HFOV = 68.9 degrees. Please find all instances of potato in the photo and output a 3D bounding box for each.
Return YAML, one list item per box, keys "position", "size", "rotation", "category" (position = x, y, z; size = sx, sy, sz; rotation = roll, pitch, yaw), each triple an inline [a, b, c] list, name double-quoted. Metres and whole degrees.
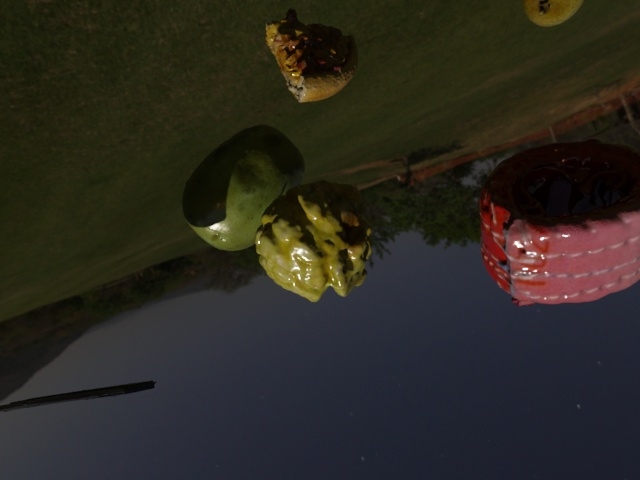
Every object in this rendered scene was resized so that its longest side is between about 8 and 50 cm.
- position: [-0.164, -0.117, 1.020]
  size: [0.216, 0.216, 0.304]
  rotation: [-18, -142, 53]
  category: "potato"

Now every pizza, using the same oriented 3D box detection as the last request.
- position: [-0.025, -0.428, 1.037]
  size: [0.289, 0.229, 0.081]
  rotation: [-56, 178, -38]
  category: "pizza"

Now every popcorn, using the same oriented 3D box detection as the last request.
- position: [0.000, 0.000, 0.435]
  size: [0.116, 0.106, 0.121]
  rotation: [-45, 161, 4]
  category: "popcorn"

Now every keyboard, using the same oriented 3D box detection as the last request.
- position: [-0.391, 0.249, 0.744]
  size: [0.251, 0.017, 0.087]
  rotation: [-12, 166, 16]
  category: "keyboard"

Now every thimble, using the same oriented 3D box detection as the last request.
- position: [0.276, -0.024, 0.523]
  size: [0.190, 0.125, 0.163]
  rotation: [-18, -140, 0]
  category: "thimble"

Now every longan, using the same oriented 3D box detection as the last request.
- position: [0.254, -0.271, 0.511]
  size: [0.083, 0.075, 0.075]
  rotation: [-57, -164, -19]
  category: "longan"
